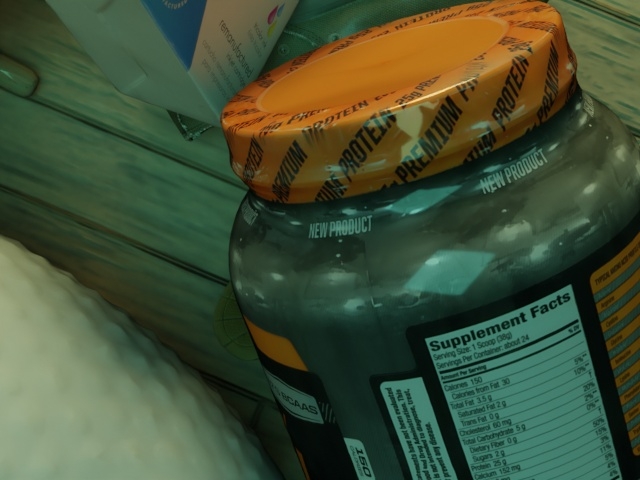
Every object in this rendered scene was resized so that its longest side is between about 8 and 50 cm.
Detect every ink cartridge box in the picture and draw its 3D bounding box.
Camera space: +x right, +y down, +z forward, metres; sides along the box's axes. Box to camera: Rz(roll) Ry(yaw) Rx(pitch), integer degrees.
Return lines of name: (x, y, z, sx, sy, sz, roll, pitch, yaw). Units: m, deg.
ink cartridge box: (-0.046, -0.193, 0.566, 0.078, 0.134, 0.231, 20, 74, 23)

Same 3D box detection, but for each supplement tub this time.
supplement tub: (0.081, 0.066, 0.560, 0.207, 0.207, 0.338, -17, 111, 6)

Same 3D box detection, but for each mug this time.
mug: (-0.213, 0.183, 0.615, 0.328, 0.276, 0.374, 31, 113, -9)

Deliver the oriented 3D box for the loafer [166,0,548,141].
loafer: (0.015, -0.112, 0.654, 0.251, 0.094, 0.087, -8, 100, 14)

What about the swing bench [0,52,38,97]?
swing bench: (-0.236, -0.250, 0.617, 0.255, 0.165, 0.253, 31, 98, 0)

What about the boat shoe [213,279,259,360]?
boat shoe: (0.000, 0.000, 0.675, 0.063, 0.059, 0.170, 42, 99, 18)
